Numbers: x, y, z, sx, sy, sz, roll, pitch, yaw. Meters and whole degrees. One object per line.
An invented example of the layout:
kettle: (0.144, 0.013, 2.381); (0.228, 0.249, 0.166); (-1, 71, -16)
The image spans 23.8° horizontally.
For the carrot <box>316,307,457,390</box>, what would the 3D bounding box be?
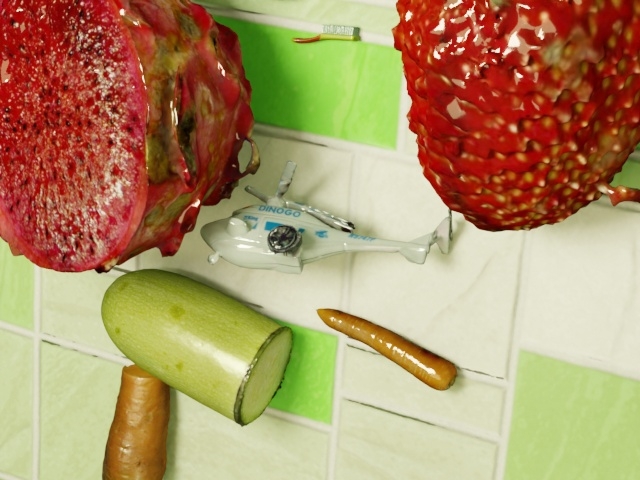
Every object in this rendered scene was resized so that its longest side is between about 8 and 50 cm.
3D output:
carrot: (0.076, 0.119, 1.760); (0.190, 0.037, 0.037); (29, 117, 23)

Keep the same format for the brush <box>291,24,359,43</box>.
brush: (0.004, -0.232, 1.701); (0.083, 0.019, 0.021); (1, 95, 29)

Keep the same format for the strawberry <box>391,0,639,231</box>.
strawberry: (0.225, -0.163, 1.473); (0.292, 0.292, 0.343); (-1, 122, 30)

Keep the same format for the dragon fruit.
dragon fruit: (-0.225, -0.143, 1.713); (0.371, 0.249, 0.386); (57, 134, 24)

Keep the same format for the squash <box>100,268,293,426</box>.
squash: (-0.165, 0.115, 1.834); (0.247, 0.132, 0.132); (24, 115, 21)

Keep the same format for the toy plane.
toy plane: (0.002, 0.007, 1.700); (0.273, 0.107, 0.182); (18, 144, -2)

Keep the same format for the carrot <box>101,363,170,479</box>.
carrot: (-0.234, 0.253, 1.943); (0.087, 0.087, 0.193); (20, 114, 23)
